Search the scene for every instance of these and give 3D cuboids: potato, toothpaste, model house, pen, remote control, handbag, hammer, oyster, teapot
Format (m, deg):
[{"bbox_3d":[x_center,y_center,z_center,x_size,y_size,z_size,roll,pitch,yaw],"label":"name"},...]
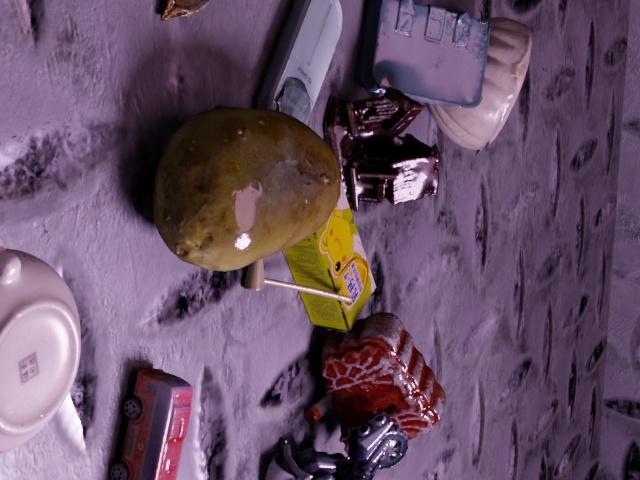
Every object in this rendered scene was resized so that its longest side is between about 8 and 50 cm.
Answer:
[{"bbox_3d":[-0.093,-0.072,1.331,0.307,0.173,0.210,-11,93,-53],"label":"potato"},{"bbox_3d":[0.000,0.000,1.613,0.110,0.077,0.327,-59,144,-35],"label":"toothpaste"},{"bbox_3d":[0.106,-0.150,1.666,0.141,0.164,0.203,-50,137,-49],"label":"model house"},{"bbox_3d":[0.045,0.267,1.817,0.239,0.028,0.028,-29,123,-53],"label":"pen"},{"bbox_3d":[-0.030,-0.264,1.505,0.104,0.052,0.247,42,63,-54],"label":"remote control"},{"bbox_3d":[0.180,-0.328,1.738,0.229,0.062,0.179,5,94,-29],"label":"handbag"},{"bbox_3d":[-0.029,0.063,1.558,0.195,0.028,0.060,14,83,-33],"label":"hammer"},{"bbox_3d":[-0.165,-0.334,1.280,0.132,0.029,0.086,-41,126,-43],"label":"oyster"},{"bbox_3d":[-0.339,0.092,1.013,0.208,0.166,0.299,-24,112,-46],"label":"teapot"}]

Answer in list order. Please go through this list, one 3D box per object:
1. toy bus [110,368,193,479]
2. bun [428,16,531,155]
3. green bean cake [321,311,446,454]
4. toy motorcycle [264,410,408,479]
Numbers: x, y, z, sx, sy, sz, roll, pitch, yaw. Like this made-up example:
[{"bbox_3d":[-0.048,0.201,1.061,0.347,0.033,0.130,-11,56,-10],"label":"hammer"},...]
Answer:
[{"bbox_3d":[-0.219,0.268,1.322,0.065,0.077,0.192,10,91,-63],"label":"toy bus"},{"bbox_3d":[0.273,-0.313,1.914,0.263,0.175,0.263,-159,-90,-83],"label":"bun"},{"bbox_3d":[0.090,0.248,1.736,0.232,0.199,0.097,61,27,-21],"label":"green bean cake"},{"bbox_3d":[0.014,0.373,1.668,0.270,0.106,0.159,-34,126,-5],"label":"toy motorcycle"}]
